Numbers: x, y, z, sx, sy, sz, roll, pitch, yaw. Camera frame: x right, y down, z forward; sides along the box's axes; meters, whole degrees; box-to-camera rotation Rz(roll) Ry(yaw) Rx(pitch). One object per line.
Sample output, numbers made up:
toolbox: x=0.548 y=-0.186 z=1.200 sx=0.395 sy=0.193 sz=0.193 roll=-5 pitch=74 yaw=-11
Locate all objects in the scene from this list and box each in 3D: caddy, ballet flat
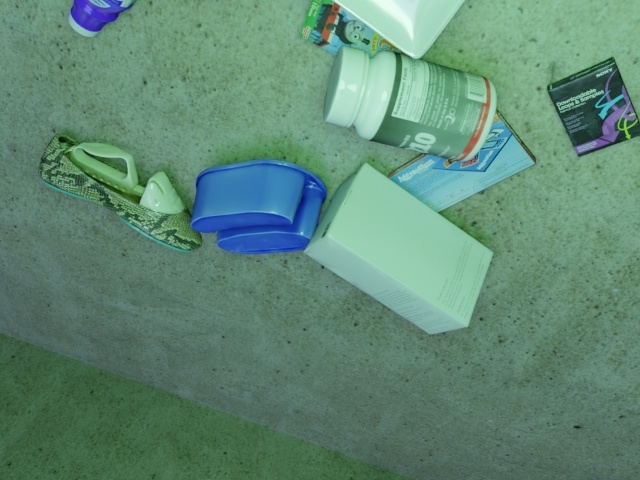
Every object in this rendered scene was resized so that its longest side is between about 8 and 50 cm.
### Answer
caddy: x=-0.152 y=-0.092 z=1.273 sx=0.341 sy=0.179 sz=0.241 roll=-4 pitch=154 yaw=25
ballet flat: x=-0.522 y=-0.142 z=1.401 sx=0.483 sy=0.164 sz=0.182 roll=28 pitch=116 yaw=-3

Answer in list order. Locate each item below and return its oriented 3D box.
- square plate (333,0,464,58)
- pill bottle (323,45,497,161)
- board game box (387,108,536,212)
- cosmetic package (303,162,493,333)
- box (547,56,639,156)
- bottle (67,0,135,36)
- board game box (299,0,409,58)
square plate: x=0.097 y=-0.478 z=0.699 sx=0.347 sy=0.049 sz=0.344 roll=32 pitch=137 yaw=-9
pill bottle: x=0.157 y=-0.251 z=0.952 sx=0.283 sy=0.161 sz=0.161 roll=11 pitch=138 yaw=-11
board game box: x=0.299 y=-0.156 z=1.130 sx=0.145 sy=0.027 sz=0.281 roll=42 pitch=133 yaw=-22
cosmetic package: x=0.183 y=0.027 z=1.202 sx=0.385 sy=0.217 sz=0.156 roll=34 pitch=153 yaw=-9
box: x=0.508 y=-0.242 z=0.961 sx=0.116 sy=0.029 sz=0.162 roll=-20 pitch=121 yaw=36
bottle: x=-0.413 y=-0.516 z=1.019 sx=0.118 sy=0.092 sz=0.283 roll=42 pitch=133 yaw=-21
board game box: x=0.084 y=-0.407 z=0.964 sx=0.212 sy=0.039 sz=0.160 roll=25 pitch=137 yaw=-4
